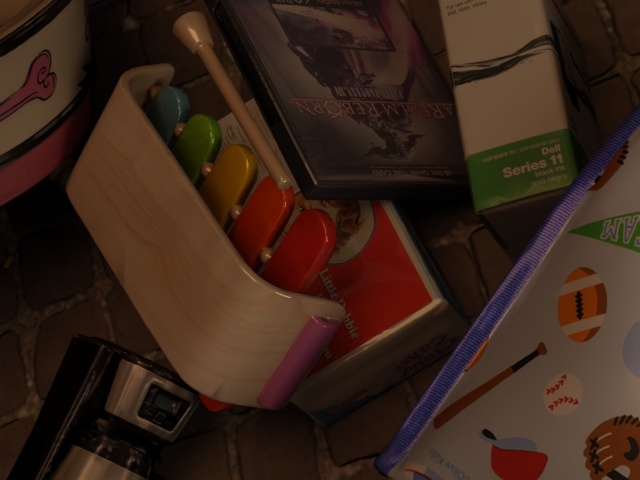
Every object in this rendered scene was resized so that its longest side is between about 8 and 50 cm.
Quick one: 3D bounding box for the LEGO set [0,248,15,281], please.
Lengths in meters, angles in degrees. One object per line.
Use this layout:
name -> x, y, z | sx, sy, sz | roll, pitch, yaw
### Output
LEGO set -> -0.445, 0.049, 1.690 | 0.255, 0.192, 0.331 | 36, 87, 32

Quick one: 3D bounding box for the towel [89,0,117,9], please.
towel -> -0.320, -0.273, 1.860 | 0.285, 0.034, 0.209 | -22, 60, 13

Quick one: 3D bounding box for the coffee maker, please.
coffee maker -> -0.199, 0.172, 1.569 | 0.171, 0.120, 0.178 | 19, 78, 31

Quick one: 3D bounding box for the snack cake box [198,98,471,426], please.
snack cake box -> 0.000, 0.000, 1.565 | 0.152, 0.089, 0.264 | -31, 60, 8

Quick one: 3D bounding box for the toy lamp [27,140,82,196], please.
toy lamp -> -0.202, -0.034, 1.679 | 0.080, 0.080, 0.275 | -49, 57, 0

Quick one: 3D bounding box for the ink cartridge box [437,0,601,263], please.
ink cartridge box -> 0.165, -0.097, 1.490 | 0.087, 0.153, 0.208 | -16, 65, 16

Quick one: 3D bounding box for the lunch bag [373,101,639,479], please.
lunch bag -> 0.293, 0.102, 1.301 | 0.328, 0.239, 0.385 | 35, 96, 30

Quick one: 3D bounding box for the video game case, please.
video game case -> 0.017, -0.144, 1.567 | 0.026, 0.196, 0.274 | -55, 50, 38

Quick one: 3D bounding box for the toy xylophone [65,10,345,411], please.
toy xylophone -> -0.090, -0.027, 1.487 | 0.236, 0.081, 0.322 | -51, 54, 35

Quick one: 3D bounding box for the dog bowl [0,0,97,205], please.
dog bowl -> -0.378, -0.133, 1.634 | 0.408, 0.150, 0.408 | -11, 31, 7
